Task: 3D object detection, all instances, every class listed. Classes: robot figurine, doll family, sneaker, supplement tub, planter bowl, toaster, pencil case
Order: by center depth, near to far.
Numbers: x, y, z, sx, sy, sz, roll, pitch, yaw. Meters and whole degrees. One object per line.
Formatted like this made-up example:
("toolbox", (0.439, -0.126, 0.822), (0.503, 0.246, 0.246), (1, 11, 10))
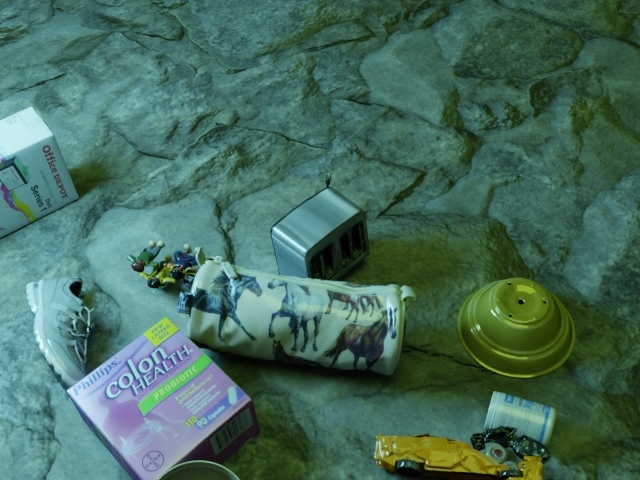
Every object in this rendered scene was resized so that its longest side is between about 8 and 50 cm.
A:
("planter bowl", (-0.191, 0.435, 1.237), (0.162, 0.109, 0.162), (5, 56, -8))
("robot figurine", (0.224, 0.389, 1.257), (0.291, 0.085, 0.211), (3, 53, 13))
("supplement tub", (0.335, 0.300, 1.349), (0.107, 0.071, 0.071), (15, 52, 15))
("pencil case", (-0.040, 0.131, 1.441), (0.410, 0.184, 0.160), (7, 32, 7))
("planter bowl", (0.363, 0.135, 1.475), (0.217, 0.090, 0.217), (-2, 49, 2))
("sneaker", (-0.469, 0.162, 1.503), (0.115, 0.105, 0.281), (-21, 51, -13))
("toaster", (0.000, 0.000, 1.556), (0.168, 0.186, 0.110), (-37, 52, -25))
("doll family", (-0.287, 0.064, 1.591), (0.193, 0.076, 0.111), (5, 31, 14))

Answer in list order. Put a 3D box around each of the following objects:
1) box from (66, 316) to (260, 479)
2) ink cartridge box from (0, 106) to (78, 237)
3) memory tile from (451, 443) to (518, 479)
("box", (-0.264, 0.291, 1.371), (0.213, 0.117, 0.243), (-37, 56, -24))
("ink cartridge box", (-0.680, -0.125, 1.699), (0.278, 0.201, 0.117), (-31, 55, -21))
("memory tile", (0.290, 0.407, 1.299), (0.113, 0.012, 0.148), (-26, 53, -17))
